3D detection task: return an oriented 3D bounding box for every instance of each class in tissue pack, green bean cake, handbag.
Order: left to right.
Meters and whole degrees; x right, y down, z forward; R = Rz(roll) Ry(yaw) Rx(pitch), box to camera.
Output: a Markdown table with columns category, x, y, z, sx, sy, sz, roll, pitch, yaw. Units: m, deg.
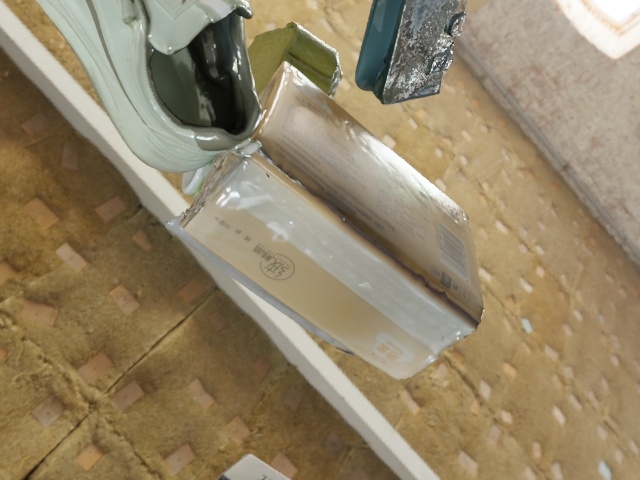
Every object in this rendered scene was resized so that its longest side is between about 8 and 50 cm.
| category | x | y | z | sx | sy | sz | roll | pitch | yaw |
| --- | --- | --- | --- | --- | --- | --- | --- | --- | --- |
| green bean cake | -0.082 | -0.244 | 1.095 | 0.124 | 0.236 | 0.232 | 26 | -90 | -29 |
| tissue pack | 0.000 | 0.000 | 0.711 | 0.306 | 0.239 | 0.238 | 37 | -135 | -20 |
| handbag | 0.149 | -0.317 | 0.909 | 0.179 | 0.229 | 0.062 | -19 | -132 | -37 |

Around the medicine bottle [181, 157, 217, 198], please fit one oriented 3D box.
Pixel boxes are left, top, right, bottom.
| category | x | y | z | sx | sy | sz | roll | pitch | yaw |
| --- | --- | --- | --- | --- | --- | --- | --- | --- | --- |
| medicine bottle | -0.083 | -0.071 | 0.826 | 0.183 | 0.086 | 0.086 | 21 | -128 | -26 |

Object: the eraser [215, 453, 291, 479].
| category | x | y | z | sx | sy | sz | roll | pitch | yaw |
| --- | --- | --- | --- | --- | --- | --- | --- | --- | --- |
| eraser | -0.037 | 0.347 | 0.690 | 0.130 | 0.287 | 0.086 | -28 | -69 | -31 |

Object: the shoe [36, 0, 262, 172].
| category | x | y | z | sx | sy | sz | roll | pitch | yaw |
| --- | --- | --- | --- | --- | --- | --- | --- | --- | --- |
| shoe | -0.124 | -0.186 | 0.460 | 0.124 | 0.159 | 0.316 | -40 | -54 | -27 |
